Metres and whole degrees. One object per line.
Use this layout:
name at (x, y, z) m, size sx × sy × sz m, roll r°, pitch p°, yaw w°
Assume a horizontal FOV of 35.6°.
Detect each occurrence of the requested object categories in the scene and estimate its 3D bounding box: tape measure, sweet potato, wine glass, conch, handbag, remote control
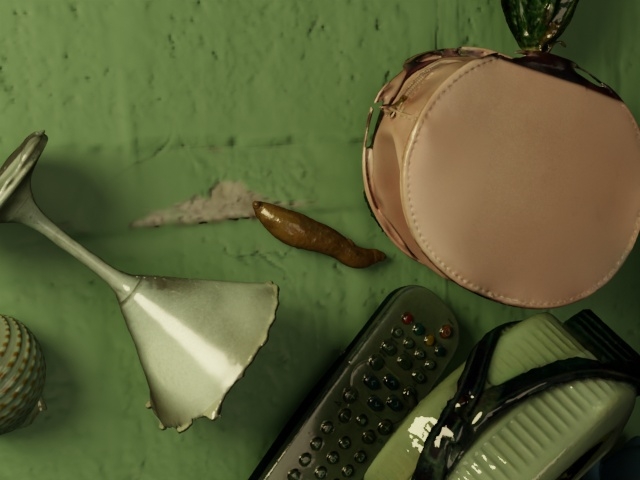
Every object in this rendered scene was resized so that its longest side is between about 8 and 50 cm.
tape measure at (0.136, 0.125, 0.700) m, size 0.235 × 0.115 × 0.207 m, roll -38°, pitch 154°, yaw -16°
sweet potato at (0.000, 0.000, 0.708) m, size 0.115 × 0.026 × 0.026 m, roll 25°, pitch 86°, yaw -26°
wine glass at (-0.126, 0.021, 0.607) m, size 0.183 × 0.122 × 0.122 m, roll 40°, pitch 80°, yaw -21°
conch at (-0.204, 0.089, 0.613) m, size 0.076 × 0.056 × 0.085 m, roll -29°, pitch 107°, yaw -5°
handbag at (0.127, -0.049, 0.707) m, size 0.205 × 0.116 × 0.179 m, roll 13°, pitch 91°, yaw -24°
remote control at (0.020, 0.128, 0.723) m, size 0.072 × 0.042 × 0.222 m, roll 45°, pitch 77°, yaw -22°

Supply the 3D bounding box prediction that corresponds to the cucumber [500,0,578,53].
cucumber at (0.159, -0.269, 0.722) m, size 0.077 × 0.077 × 0.265 m, roll -12°, pitch 104°, yaw -22°

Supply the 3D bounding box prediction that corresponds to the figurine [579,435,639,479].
figurine at (0.229, 0.239, 0.791) m, size 0.178 × 0.114 × 0.145 m, roll -10°, pitch 122°, yaw -46°
